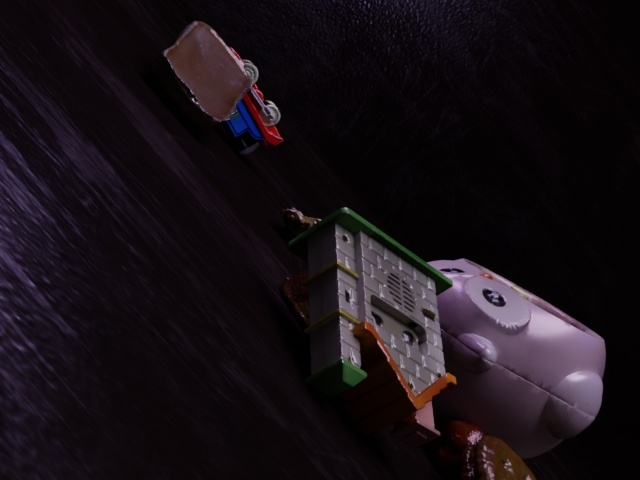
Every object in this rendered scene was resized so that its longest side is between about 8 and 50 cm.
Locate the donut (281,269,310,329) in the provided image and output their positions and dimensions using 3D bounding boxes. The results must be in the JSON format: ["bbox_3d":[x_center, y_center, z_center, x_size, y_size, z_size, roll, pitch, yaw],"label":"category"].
[{"bbox_3d":[0.025,0.108,1.674,0.184,0.073,0.166,40,15,-49],"label":"donut"}]

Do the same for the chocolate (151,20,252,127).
[{"bbox_3d":[-0.209,-0.268,2.009,0.161,0.083,0.261,52,23,-12],"label":"chocolate"}]

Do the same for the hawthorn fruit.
[{"bbox_3d":[0.200,0.304,1.748,0.093,0.093,0.093,50,7,-9],"label":"hawthorn fruit"}]

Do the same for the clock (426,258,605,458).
[{"bbox_3d":[0.251,0.185,1.885,0.368,0.250,0.377,35,7,41],"label":"clock"}]

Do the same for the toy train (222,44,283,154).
[{"bbox_3d":[-0.158,-0.253,2.182,0.204,0.131,0.083,60,-2,-18],"label":"toy train"}]

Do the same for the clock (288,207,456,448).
[{"bbox_3d":[0.069,0.123,1.511,0.220,0.106,0.255,34,38,-34],"label":"clock"}]

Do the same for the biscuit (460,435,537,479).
[{"bbox_3d":[0.257,0.373,1.630,0.220,0.066,0.220,49,23,-29],"label":"biscuit"}]

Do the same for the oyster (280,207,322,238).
[{"bbox_3d":[0.002,0.001,2.109,0.129,0.078,0.345,31,1,24],"label":"oyster"}]
